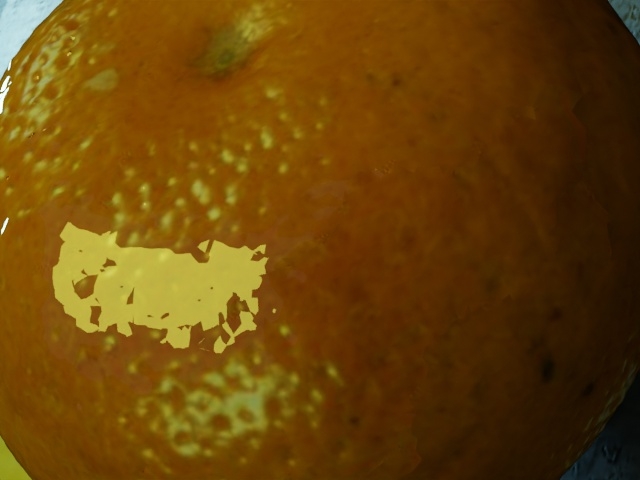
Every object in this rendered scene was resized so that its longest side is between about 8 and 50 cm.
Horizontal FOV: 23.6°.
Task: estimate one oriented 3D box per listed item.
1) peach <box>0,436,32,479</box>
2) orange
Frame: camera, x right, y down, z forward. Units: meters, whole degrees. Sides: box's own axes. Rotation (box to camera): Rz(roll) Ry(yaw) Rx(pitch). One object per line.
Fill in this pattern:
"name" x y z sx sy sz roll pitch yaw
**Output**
"peach" -0.184 0.262 1.025 0.306 0.242 0.380 -43 31 19
"orange" 0.000 0.000 0.884 0.423 0.326 0.424 -10 53 14
